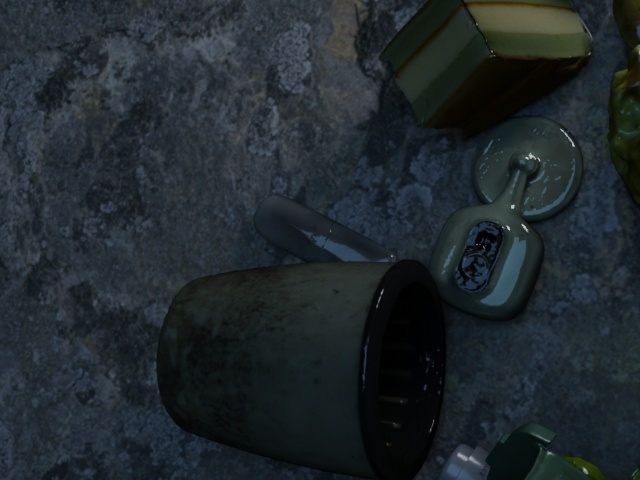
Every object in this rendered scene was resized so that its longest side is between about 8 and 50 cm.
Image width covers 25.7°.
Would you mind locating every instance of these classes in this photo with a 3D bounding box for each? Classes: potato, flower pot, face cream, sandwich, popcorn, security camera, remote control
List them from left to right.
[{"bbox_3d":[-0.027,0.169,1.874,0.330,0.293,0.293,0,78,25],"label":"flower pot"},{"bbox_3d":[0.000,0.000,2.022,0.229,0.044,0.073,28,85,22],"label":"remote control"},{"bbox_3d":[0.207,0.322,1.857,0.095,0.091,0.091,30,88,14],"label":"face cream"},{"bbox_3d":[0.231,-0.253,1.969,0.198,0.227,0.155,-46,59,42],"label":"sandwich"},{"bbox_3d":[0.255,-0.039,1.933,0.157,0.080,0.301,19,82,22],"label":"security camera"},{"bbox_3d":[0.447,-0.309,1.910,0.092,0.070,0.138,-4,44,-3],"label":"potato"},{"bbox_3d":[0.489,-0.158,1.786,0.282,0.282,0.247,-1,116,18],"label":"popcorn"}]

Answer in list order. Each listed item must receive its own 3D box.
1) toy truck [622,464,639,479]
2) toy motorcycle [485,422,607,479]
[{"bbox_3d":[0.408,0.358,1.759,0.128,0.135,0.259,37,88,21],"label":"toy truck"},{"bbox_3d":[0.201,0.387,1.750,0.200,0.191,0.326,37,131,10],"label":"toy motorcycle"}]
